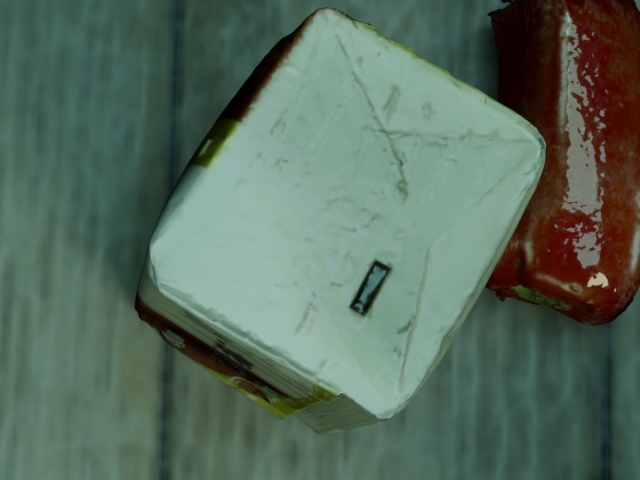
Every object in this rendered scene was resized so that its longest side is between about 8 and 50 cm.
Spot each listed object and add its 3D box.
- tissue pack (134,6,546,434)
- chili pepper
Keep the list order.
[{"bbox_3d":[0.000,-0.001,0.604,0.099,0.148,0.106,31,79,-2],"label":"tissue pack"},{"bbox_3d":[0.092,-0.031,0.662,0.070,0.073,0.123,10,80,-44],"label":"chili pepper"}]
